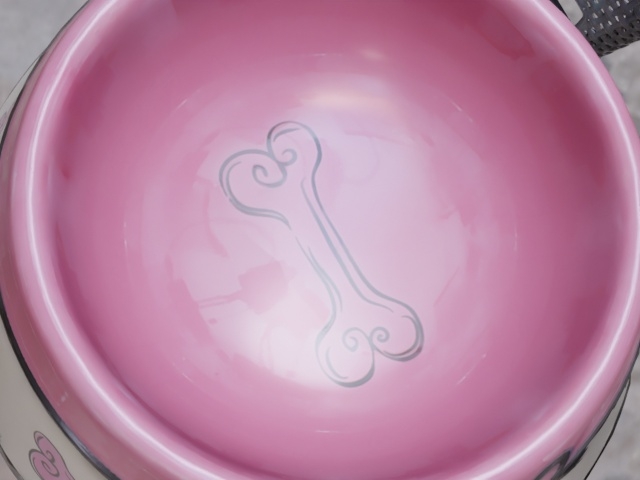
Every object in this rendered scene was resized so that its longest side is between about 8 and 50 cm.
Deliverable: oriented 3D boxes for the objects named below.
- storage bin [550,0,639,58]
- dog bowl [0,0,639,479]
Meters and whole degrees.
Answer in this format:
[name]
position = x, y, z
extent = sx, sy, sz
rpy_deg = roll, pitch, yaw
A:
[storage bin]
position = 0.212, -0.214, 1.215
extent = 0.122, 0.084, 0.180
rpy_deg = 56, 46, -11
[dog bowl]
position = 0.000, 0.000, 1.008
extent = 0.408, 0.150, 0.408
rpy_deg = 3, 73, -9
